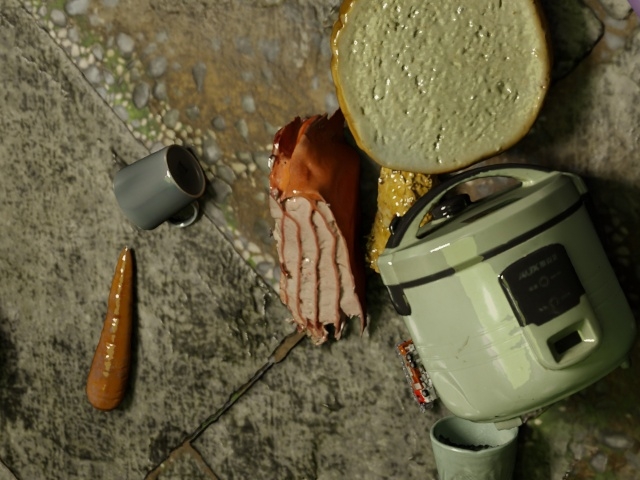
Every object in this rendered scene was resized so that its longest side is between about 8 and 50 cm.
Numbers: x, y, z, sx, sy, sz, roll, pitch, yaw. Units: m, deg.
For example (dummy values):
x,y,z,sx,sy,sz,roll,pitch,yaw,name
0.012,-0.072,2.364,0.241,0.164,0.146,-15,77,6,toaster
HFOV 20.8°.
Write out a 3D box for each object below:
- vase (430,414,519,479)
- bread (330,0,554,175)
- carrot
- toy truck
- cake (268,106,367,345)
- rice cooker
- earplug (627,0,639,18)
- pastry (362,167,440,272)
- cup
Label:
x,y,z,sx,sy,sz,roll,pitch,yaw,name
0.171,0.303,1.894,0.096,0.096,0.219,7,114,26,vase
0.118,-0.179,1.710,0.236,0.070,0.236,-1,106,-3,bread
-0.244,0.107,2.072,0.048,0.048,0.216,19,111,21,carrot
0.107,0.148,1.909,0.032,0.024,0.083,-18,97,54,toy truck
-0.007,0.000,1.873,0.098,0.135,0.287,1,118,13,cake
0.186,0.045,1.720,0.226,0.226,0.244,-24,92,32,rice cooker
0.309,-0.325,1.540,0.215,0.215,0.456,-41,83,32,earplug
0.089,-0.023,1.842,0.080,0.056,0.140,29,125,25,pastry
-0.172,-0.055,1.963,0.077,0.078,0.100,-28,127,28,cup
